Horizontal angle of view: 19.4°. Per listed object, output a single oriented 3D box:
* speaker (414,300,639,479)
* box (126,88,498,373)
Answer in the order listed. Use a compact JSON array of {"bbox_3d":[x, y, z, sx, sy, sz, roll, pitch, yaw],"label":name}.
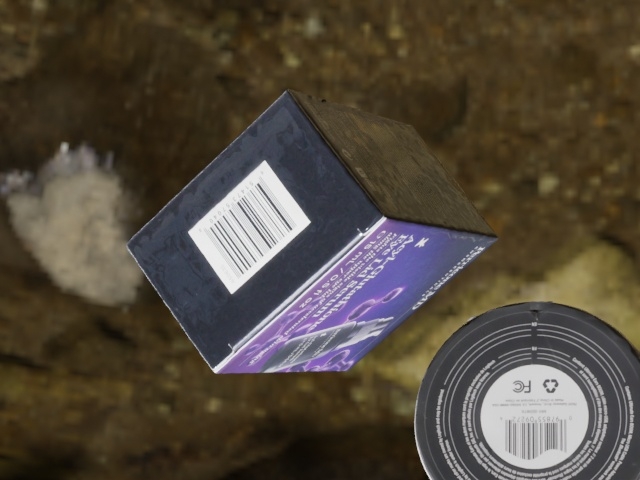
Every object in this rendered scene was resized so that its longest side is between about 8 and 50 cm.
[{"bbox_3d":[0.060,0.060,0.471,0.055,0.055,0.136,-3,161,10],"label":"speaker"},{"bbox_3d":[0.000,0.000,1.222,0.153,0.108,0.207,-43,160,18],"label":"box"}]
